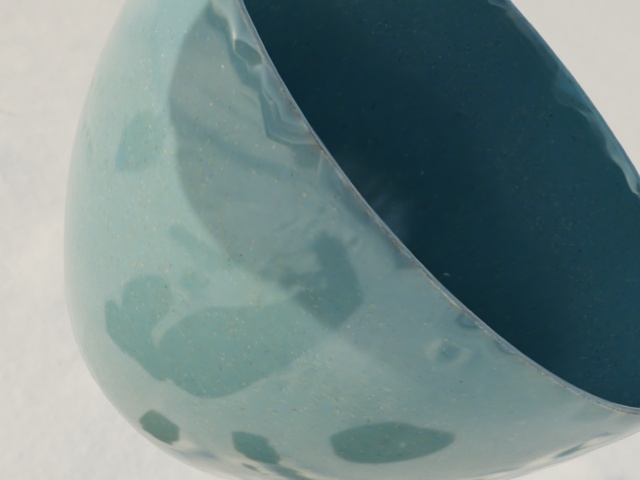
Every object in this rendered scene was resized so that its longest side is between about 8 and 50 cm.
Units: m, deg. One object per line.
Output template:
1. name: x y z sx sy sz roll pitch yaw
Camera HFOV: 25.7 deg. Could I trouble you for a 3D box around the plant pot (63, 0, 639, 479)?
1. plant pot: 0.000 0.000 0.622 0.290 0.195 0.290 36 30 -26
